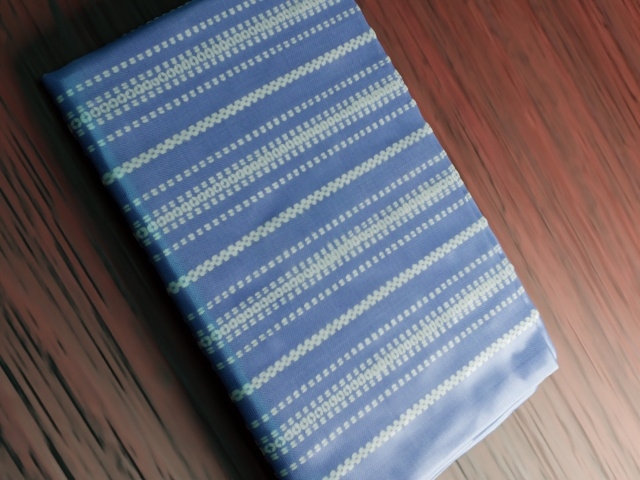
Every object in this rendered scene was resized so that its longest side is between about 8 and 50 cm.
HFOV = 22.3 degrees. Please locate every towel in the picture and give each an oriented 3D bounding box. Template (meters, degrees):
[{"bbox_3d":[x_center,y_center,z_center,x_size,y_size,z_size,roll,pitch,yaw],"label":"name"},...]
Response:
[{"bbox_3d":[0.000,0.000,1.013,0.243,0.040,0.336,-34,96,-39],"label":"towel"}]
